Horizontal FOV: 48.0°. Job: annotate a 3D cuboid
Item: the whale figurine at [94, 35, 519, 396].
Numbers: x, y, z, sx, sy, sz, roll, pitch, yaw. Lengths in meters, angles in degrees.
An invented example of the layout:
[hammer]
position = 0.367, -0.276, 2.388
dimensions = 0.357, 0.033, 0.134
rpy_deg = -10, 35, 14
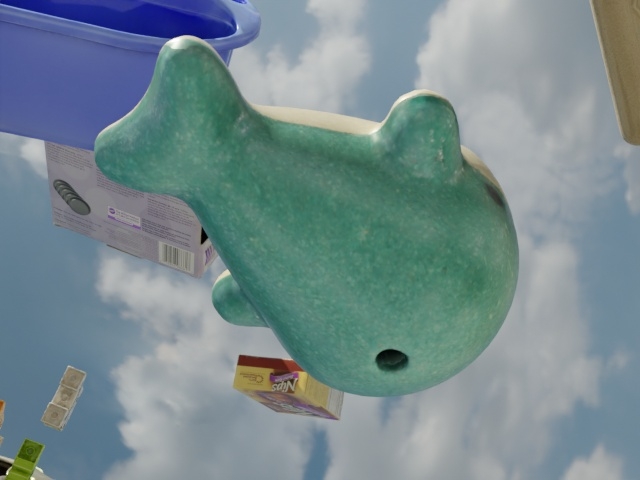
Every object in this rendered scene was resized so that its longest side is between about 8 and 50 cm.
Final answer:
[whale figurine]
position = 0.000, 0.000, 0.433
dimensions = 0.272, 0.216, 0.141
rpy_deg = 32, -146, -28

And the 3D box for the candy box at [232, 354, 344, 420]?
[candy box]
position = -0.042, 0.217, 1.050
dimensions = 0.186, 0.109, 0.053
rpy_deg = 58, -142, -60

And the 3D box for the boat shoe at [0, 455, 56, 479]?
[boat shoe]
position = -0.332, 0.289, 0.758
dimensions = 0.109, 0.305, 0.091
rpy_deg = -49, -58, -39

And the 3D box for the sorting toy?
[sorting toy]
position = 0.415, -0.279, 0.798
dimensions = 0.229, 0.041, 0.307
rpy_deg = -16, -85, -9

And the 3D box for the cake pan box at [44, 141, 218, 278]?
[cake pan box]
position = -0.256, -0.090, 0.997
dimensions = 0.070, 0.267, 0.245
rpy_deg = -58, -18, -47

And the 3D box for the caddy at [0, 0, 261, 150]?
[caddy]
position = -0.235, -0.225, 0.737
dimensions = 0.342, 0.241, 0.179
rpy_deg = 11, -55, -7

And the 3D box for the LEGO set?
[LEGO set]
position = -0.314, 0.224, 0.691
dimensions = 0.087, 0.093, 0.227
rpy_deg = 24, -114, -7
